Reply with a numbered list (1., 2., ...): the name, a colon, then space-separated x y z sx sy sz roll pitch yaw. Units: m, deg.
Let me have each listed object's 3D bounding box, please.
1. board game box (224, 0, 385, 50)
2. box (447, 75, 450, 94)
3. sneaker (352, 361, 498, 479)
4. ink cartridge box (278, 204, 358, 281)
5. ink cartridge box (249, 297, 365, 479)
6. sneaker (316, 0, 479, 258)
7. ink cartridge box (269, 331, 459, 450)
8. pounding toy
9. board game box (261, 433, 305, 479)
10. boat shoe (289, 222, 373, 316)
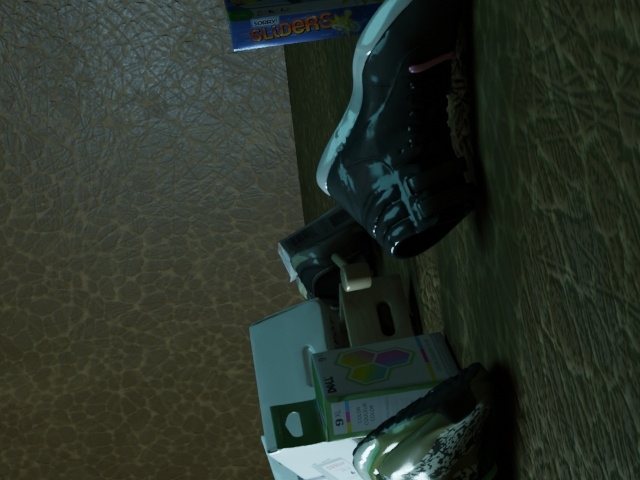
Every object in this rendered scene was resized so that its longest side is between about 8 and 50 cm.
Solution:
1. board game box: 0.007 -0.243 1.425 0.136 0.201 0.035 -104 7 -48
2. box: 0.091 -0.182 1.440 0.083 0.052 0.062 -106 9 -53
3. sneaker: 0.140 0.266 1.459 0.182 0.158 0.410 45 156 25
4. ink cartridge box: 0.000 0.000 2.474 0.045 0.145 0.179 57 171 8
5. ink cartridge box: 0.024 0.235 2.095 0.283 0.117 0.207 44 -151 -51
6. sneaker: 0.096 -0.103 1.331 0.147 0.105 0.295 50 142 26
7. ink cartridge box: 0.047 0.167 1.669 0.109 0.209 0.062 -108 10 -67
8. pounding toy: 0.075 0.089 1.939 0.206 0.094 0.181 88 172 -58
9. board game box: 0.034 0.408 2.271 0.224 0.098 0.303 -10 -100 -70
10. boat shoe: 0.039 0.069 2.398 0.130 0.132 0.355 61 177 11
